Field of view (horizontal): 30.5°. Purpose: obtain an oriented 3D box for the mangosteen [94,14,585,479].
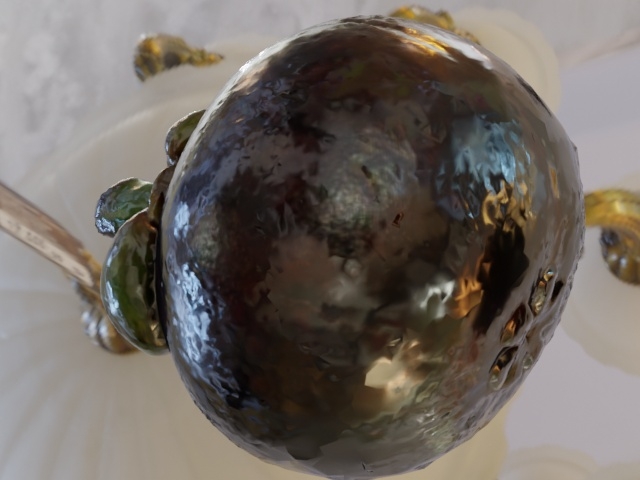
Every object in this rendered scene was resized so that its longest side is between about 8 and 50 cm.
[{"bbox_3d":[0.011,-0.003,0.542,0.216,0.216,0.216,-8,-113,20],"label":"mangosteen"}]
